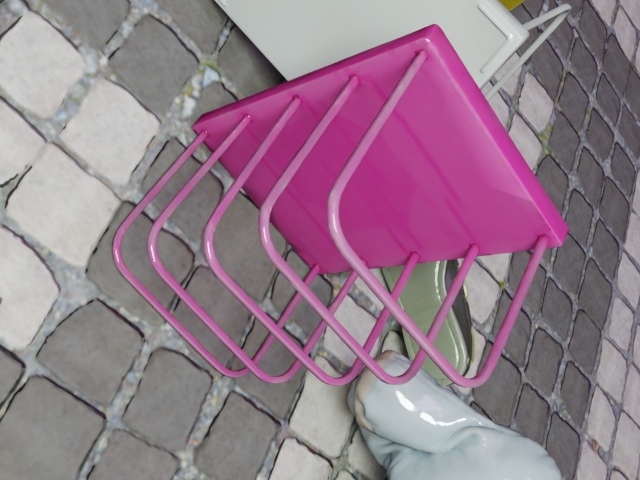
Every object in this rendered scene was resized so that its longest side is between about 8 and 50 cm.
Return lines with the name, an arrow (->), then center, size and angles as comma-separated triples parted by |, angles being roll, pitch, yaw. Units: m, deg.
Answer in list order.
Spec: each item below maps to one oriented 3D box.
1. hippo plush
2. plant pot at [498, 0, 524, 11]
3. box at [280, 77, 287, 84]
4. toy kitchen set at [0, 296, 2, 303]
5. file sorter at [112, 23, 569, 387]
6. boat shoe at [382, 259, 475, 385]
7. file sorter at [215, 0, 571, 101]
hippo plush -> 0.100, 0.275, 0.766 | 0.236, 0.294, 0.234 | -54, 152, -15
plant pot -> 0.171, -0.369, 0.978 | 0.212, 0.212, 0.187 | -26, 87, -44
box -> 0.090, -0.124, 0.894 | 0.231, 0.056, 0.183 | -23, 73, -44
toy kitchen set -> -0.272, 0.057, 0.571 | 0.083, 0.075, 0.068 | 76, 28, -66
file sorter -> 0.000, 0.000, 0.668 | 0.202, 0.290, 0.182 | 50, 55, -25
boat shoe -> 0.119, 0.047, 0.923 | 0.068, 0.081, 0.228 | 18, 61, -65
file sorter -> 0.065, -0.234, 0.777 | 0.278, 0.193, 0.173 | 49, 43, 8
